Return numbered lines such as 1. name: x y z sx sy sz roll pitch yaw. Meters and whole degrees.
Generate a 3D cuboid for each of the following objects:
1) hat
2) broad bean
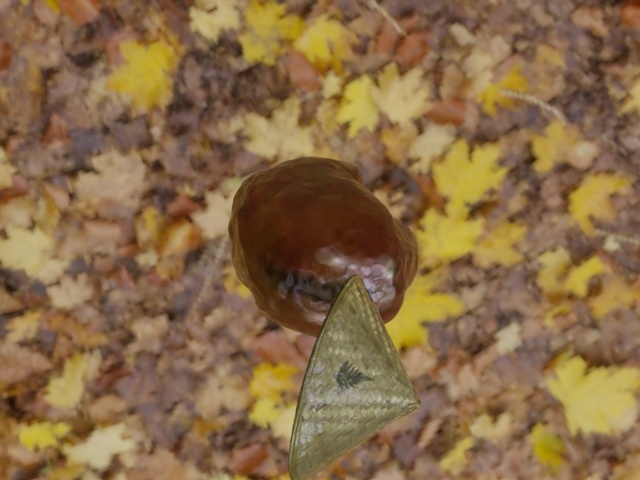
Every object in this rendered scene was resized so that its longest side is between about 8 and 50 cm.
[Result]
1. hat: 0.035 0.100 0.907 0.067 0.146 0.146 15 133 12
2. broad bean: 0.002 -0.003 1.134 0.156 0.228 0.122 -1 115 -6
